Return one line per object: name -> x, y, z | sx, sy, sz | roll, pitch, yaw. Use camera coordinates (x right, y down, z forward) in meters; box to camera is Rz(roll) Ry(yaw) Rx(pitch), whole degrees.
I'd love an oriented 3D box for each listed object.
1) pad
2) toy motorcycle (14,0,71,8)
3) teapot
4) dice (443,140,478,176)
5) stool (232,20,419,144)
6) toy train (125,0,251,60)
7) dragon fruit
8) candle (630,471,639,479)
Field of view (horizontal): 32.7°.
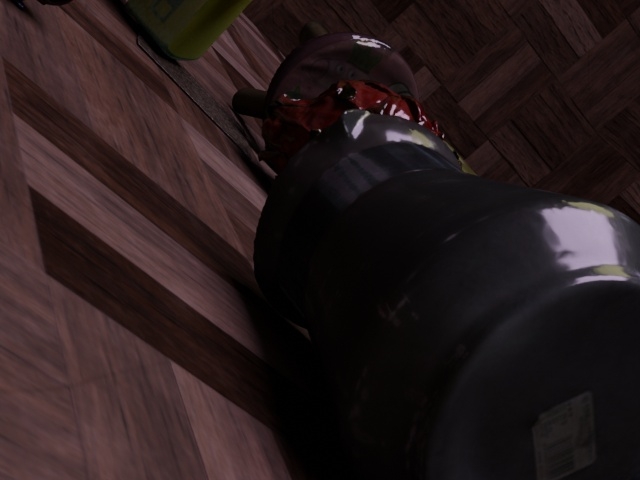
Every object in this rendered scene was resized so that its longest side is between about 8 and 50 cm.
pad -> -0.187, -0.223, 1.617 | 0.235, 0.003, 0.158 | 45, 10, -21
toy motorcycle -> -0.310, -0.287, 1.068 | 0.122, 0.082, 0.213 | 51, 21, 10
teapot -> 0.114, 0.084, 0.972 | 0.362, 0.305, 0.376 | 49, -23, 53
dice -> 0.240, -0.056, 2.268 | 0.233, 0.227, 0.238 | 33, 19, -54
stool -> 0.008, -0.216, 1.779 | 0.272, 0.272, 0.178 | 43, -3, -31
toy train -> -0.231, -0.465, 1.605 | 0.397, 0.253, 0.160 | 49, 15, 10
dragon fruit -> 0.053, -0.115, 1.568 | 0.298, 0.244, 0.244 | 32, 11, -5
candle -> 0.408, 0.360, 1.305 | 0.221, 0.221, 0.342 | 50, 8, 6
